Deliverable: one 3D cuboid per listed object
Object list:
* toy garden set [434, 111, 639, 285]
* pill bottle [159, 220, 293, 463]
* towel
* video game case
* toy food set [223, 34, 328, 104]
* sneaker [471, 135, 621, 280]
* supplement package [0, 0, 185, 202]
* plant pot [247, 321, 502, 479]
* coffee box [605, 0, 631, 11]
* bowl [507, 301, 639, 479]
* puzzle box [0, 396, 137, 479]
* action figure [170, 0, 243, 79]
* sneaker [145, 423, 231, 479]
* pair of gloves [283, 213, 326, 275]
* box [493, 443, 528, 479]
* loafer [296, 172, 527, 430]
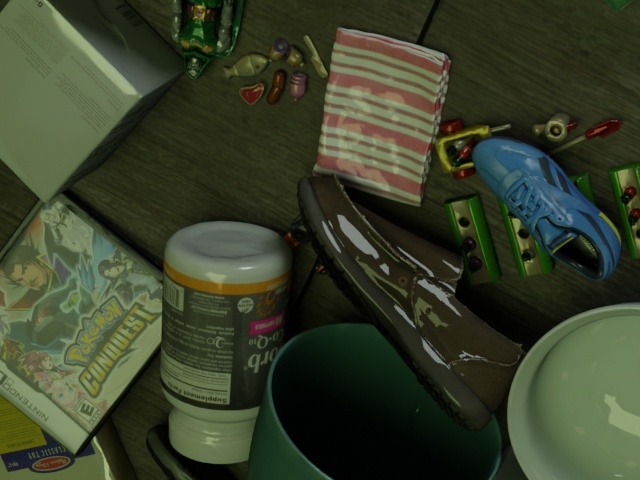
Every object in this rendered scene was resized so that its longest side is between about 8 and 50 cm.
[{"bbox_3d":[0.255,-0.056,1.758,0.244,0.049,0.203,-11,106,24],"label":"toy garden set"},{"bbox_3d":[-0.121,0.128,1.905,0.162,0.162,0.278,11,114,16],"label":"pill bottle"},{"bbox_3d":[0.069,-0.145,1.804,0.144,0.029,0.197,17,115,15],"label":"towel"},{"bbox_3d":[-0.337,0.105,2.004,0.248,0.035,0.275,39,101,3],"label":"video game case"},{"bbox_3d":[-0.055,-0.198,1.835,0.122,0.019,0.078,-23,101,26],"label":"toy food set"},{"bbox_3d":[0.251,-0.036,1.697,0.209,0.082,0.069,42,120,0],"label":"sneaker"},{"bbox_3d":[-0.313,-0.197,1.857,0.194,0.149,0.203,46,118,-1],"label":"supplement package"},{"bbox_3d":[0.042,0.285,1.845,0.293,0.293,0.235,29,127,8],"label":"plant pot"},{"bbox_3d":[0.305,-0.350,1.632,0.184,0.040,0.113,48,118,-2],"label":"coffee box"},{"bbox_3d":[0.376,0.190,1.760,0.298,0.134,0.298,7,111,18],"label":"bowl"},{"bbox_3d":[-0.474,0.300,2.162,0.409,0.052,0.272,-15,104,24],"label":"puzzle box"},{"bbox_3d":[-0.136,-0.301,1.806,0.137,0.063,0.232,14,118,11],"label":"action figure"},{"bbox_3d":[-0.177,0.359,2.055,0.130,0.087,0.227,-39,98,21],"label":"sneaker"},{"bbox_3d":[0.000,0.000,1.895,0.083,0.010,0.074,43,114,2],"label":"pair of gloves"},{"bbox_3d":[0.215,0.379,1.865,0.119,0.181,0.182,36,118,5],"label":"box"},{"bbox_3d":[0.109,0.054,1.805,0.130,0.134,0.366,-38,81,-7],"label":"loafer"}]
